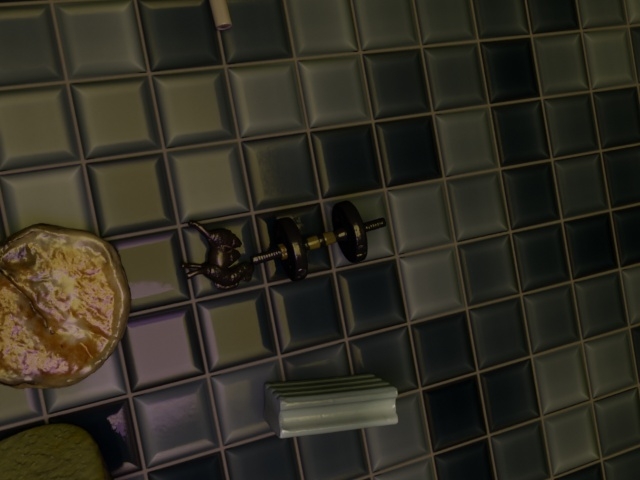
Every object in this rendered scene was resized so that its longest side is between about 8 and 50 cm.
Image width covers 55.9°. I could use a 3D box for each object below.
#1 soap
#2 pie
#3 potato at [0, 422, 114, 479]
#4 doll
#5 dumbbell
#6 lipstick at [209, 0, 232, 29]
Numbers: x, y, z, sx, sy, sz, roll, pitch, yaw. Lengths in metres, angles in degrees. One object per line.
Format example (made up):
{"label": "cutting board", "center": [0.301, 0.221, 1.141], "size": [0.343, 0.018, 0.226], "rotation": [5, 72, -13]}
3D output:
{"label": "soap", "center": [0.020, 0.361, 1.332], "size": [0.265, 0.159, 0.088], "rotation": [-1, 90, -19]}
{"label": "pie", "center": [-0.542, 0.131, 1.199], "size": [0.338, 0.077, 0.340], "rotation": [2, 86, -20]}
{"label": "potato", "center": [-0.491, 0.534, 1.157], "size": [0.329, 0.213, 0.280], "rotation": [4, 116, 16]}
{"label": "doll", "center": [-0.218, 0.037, 1.316], "size": [0.165, 0.057, 0.139], "rotation": [13, 83, -26]}
{"label": "dumbbell", "center": [0.000, 0.000, 1.340], "size": [0.325, 0.143, 0.143], "rotation": [-16, 94, -17]}
{"label": "lipstick", "center": [-0.228, -0.535, 1.328], "size": [0.038, 0.038, 0.131], "rotation": [-14, 94, -18]}
